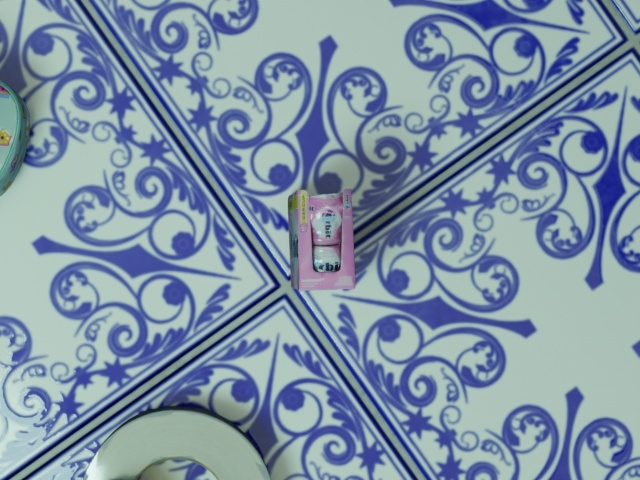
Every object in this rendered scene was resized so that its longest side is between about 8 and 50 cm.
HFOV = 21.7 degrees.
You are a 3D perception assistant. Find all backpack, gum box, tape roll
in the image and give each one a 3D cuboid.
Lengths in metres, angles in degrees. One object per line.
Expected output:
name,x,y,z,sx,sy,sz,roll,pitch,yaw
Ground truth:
backpack,-0.419,-0.123,1.835,0.188,0.144,0.166,19,82,-6
gum box,0.000,0.000,1.834,0.062,0.188,0.107,-2,90,-4
tape roll,-0.161,0.297,1.877,0.219,0.072,0.219,0,88,-4
